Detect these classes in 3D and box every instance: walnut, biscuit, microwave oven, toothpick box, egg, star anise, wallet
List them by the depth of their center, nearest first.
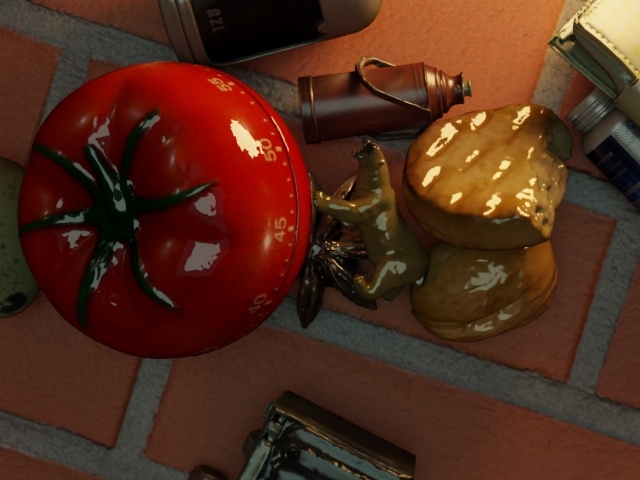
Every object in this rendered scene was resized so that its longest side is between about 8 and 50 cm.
[{"bbox_3d":[0.215,-0.081,1.595,0.213,0.274,0.091,7,131,23],"label":"biscuit"},{"bbox_3d":[0.469,-0.217,1.600,0.309,0.077,0.223,44,54,3],"label":"wallet"},{"bbox_3d":[0.214,0.054,1.627,0.207,0.159,0.159,-27,89,10],"label":"walnut"},{"bbox_3d":[-0.053,-0.360,1.629,0.316,0.229,0.229,-13,90,3],"label":"toothpick box"},{"bbox_3d":[-0.028,0.385,1.642,0.237,0.181,0.295,27,93,5],"label":"microwave oven"},{"bbox_3d":[-0.449,-0.004,1.675,0.177,0.177,0.228,-7,103,5],"label":"egg"},{"bbox_3d":[0.000,0.000,1.683,0.236,0.093,0.229,37,99,7],"label":"star anise"}]

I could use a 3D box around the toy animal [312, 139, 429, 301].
[{"bbox_3d":[0.072,-0.020,1.567,0.101,0.103,0.218,-23,100,20],"label":"toy animal"}]

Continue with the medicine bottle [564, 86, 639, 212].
[{"bbox_3d":[0.418,-0.121,1.632,0.107,0.107,0.191,-43,88,4],"label":"medicine bottle"}]

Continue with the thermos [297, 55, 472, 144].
[{"bbox_3d":[0.090,-0.187,1.669,0.232,0.099,0.124,-7,127,3],"label":"thermos"}]

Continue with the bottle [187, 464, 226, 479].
[{"bbox_3d":[-0.182,0.384,1.718,0.053,0.053,0.140,26,93,4],"label":"bottle"}]

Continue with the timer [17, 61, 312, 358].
[{"bbox_3d":[-0.191,-0.038,1.570,0.378,0.279,0.378,1,92,31],"label":"timer"}]
